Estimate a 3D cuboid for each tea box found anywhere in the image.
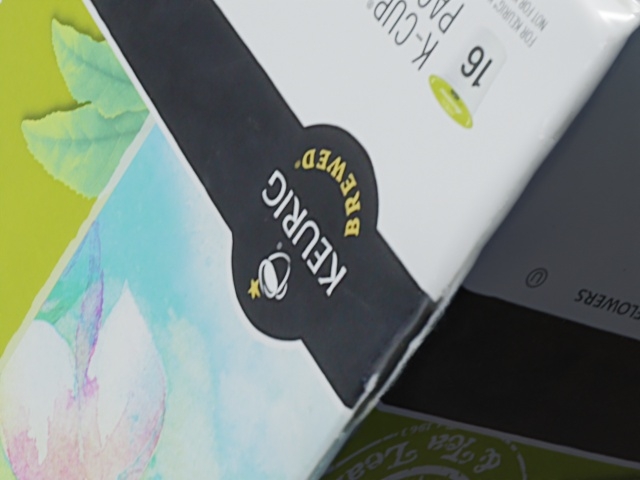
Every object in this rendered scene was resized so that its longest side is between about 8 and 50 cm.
[{"bbox_3d":[0.000,0.000,0.617,0.220,0.323,0.329,15,28,-38],"label":"tea box"}]
